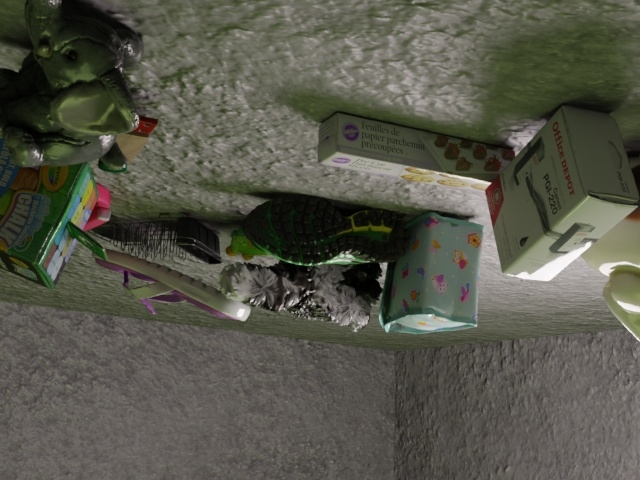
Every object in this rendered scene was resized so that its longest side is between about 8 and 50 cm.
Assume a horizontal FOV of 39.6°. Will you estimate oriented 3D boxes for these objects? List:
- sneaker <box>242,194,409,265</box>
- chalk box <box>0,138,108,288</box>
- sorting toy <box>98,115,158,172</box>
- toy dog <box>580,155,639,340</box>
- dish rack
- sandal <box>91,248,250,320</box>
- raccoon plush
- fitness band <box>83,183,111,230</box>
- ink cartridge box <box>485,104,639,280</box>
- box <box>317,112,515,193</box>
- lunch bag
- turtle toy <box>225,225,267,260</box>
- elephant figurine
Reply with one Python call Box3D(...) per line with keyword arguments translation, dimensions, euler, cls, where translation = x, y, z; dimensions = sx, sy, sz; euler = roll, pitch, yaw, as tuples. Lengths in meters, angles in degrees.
Box3D(translation=(0.000, 0.000, 1.763), dimensions=(0.343, 0.134, 0.146), euler=(9, 166, -29), cls="sneaker")
Box3D(translation=(-0.452, -0.050, 1.350), dimensions=(0.288, 0.179, 0.180), euler=(22, 163, -4), cls="chalk box")
Box3D(translation=(-0.326, -0.165, 1.304), dimensions=(0.132, 0.046, 0.274), euler=(8, 166, -22), cls="sorting toy")
Box3D(translation=(0.570, -0.050, 1.295), dimensions=(0.395, 0.285, 0.408), euler=(41, 163, -3), cls="toy dog")
Box3D(translation=(-0.367, 0.000, 1.946), dimensions=(0.271, 0.074, 0.208), euler=(-1, 166, 13), cls="dish rack")
Box3D(translation=(-0.348, 0.110, 1.928), dimensions=(0.416, 0.102, 0.169), euler=(17, 170, 28), cls="sandal")
Box3D(translation=(-0.077, 0.074, 1.989), dimensions=(0.446, 0.216, 0.299), euler=(17, 166, -33), cls="raccoon plush")
Box3D(translation=(-0.534, -0.068, 1.730), dimensions=(0.208, 0.054, 0.290), euler=(13, 162, -37), cls="fitness band")
Box3D(translation=(0.337, -0.063, 1.269), dimensions=(0.092, 0.159, 0.218), euler=(9, 146, -22), cls="ink cartridge box")
Box3D(translation=(0.152, -0.127, 1.354), dimensions=(0.323, 0.063, 0.067), euler=(8, 164, -26), cls="box")
Box3D(translation=(0.215, 0.079, 1.869), dimensions=(0.160, 0.224, 0.262), euler=(13, 165, -21), cls="lunch bag")
Box3D(translation=(-0.141, -0.001, 1.919), dimensions=(0.095, 0.066, 0.130), euler=(-22, 157, 36), cls="turtle toy")
Box3D(translation=(-0.273, -0.186, 1.018), dimensions=(0.239, 0.169, 0.186), euler=(-31, 177, 40), cls="elephant figurine")
